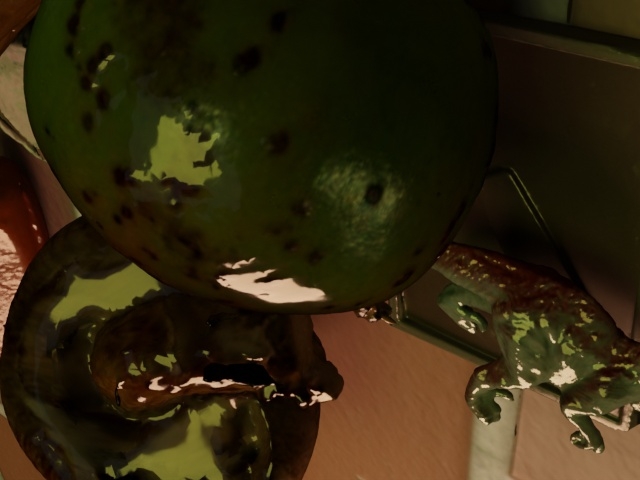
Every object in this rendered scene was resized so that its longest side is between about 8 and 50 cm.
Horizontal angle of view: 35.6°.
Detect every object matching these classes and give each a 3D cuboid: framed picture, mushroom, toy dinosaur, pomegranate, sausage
[{"bbox_3d":[0.110,-0.013,0.588,0.189,0.023,0.260,21,136,34],"label":"framed picture"},{"bbox_3d":[-0.107,0.099,0.768,0.283,0.195,0.263,-9,79,46],"label":"mushroom"},{"bbox_3d":[0.113,0.036,0.568,0.242,0.053,0.167,42,144,11],"label":"toy dinosaur"},{"bbox_3d":[0.006,-0.085,0.472,0.286,0.231,0.231,-32,99,23],"label":"pomegranate"},{"bbox_3d":[-0.319,0.039,1.024,0.102,0.102,0.330,30,142,24],"label":"sausage"}]

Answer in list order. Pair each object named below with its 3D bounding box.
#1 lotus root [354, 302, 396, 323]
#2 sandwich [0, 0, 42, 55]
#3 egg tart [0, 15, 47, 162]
[{"bbox_3d":[0.000,0.000,0.677,0.152,0.063,0.072,50,171,8],"label":"lotus root"},{"bbox_3d":[-0.236,-0.231,0.543,0.271,0.301,0.099,51,-173,-3],"label":"sandwich"},{"bbox_3d":[-0.158,-0.113,0.688,0.234,0.094,0.234,22,146,16],"label":"egg tart"}]
